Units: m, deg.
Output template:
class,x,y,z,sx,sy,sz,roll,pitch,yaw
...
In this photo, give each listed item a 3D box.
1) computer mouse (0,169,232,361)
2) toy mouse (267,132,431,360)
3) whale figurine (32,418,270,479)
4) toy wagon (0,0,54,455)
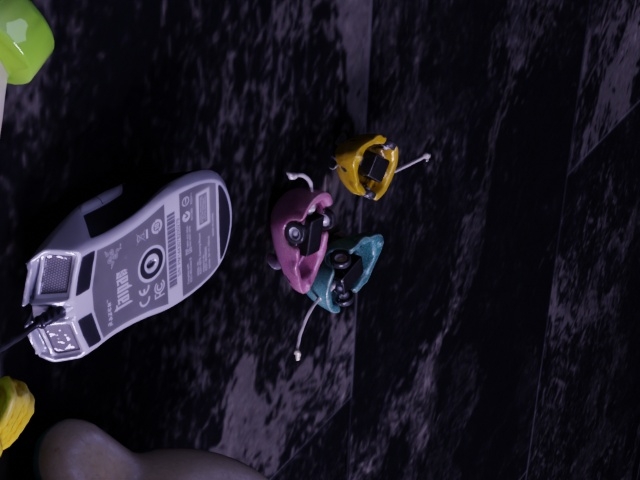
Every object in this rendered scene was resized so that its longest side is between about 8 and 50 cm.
class,x,y,z,sx,sy,sz,roll,pitch,yaw
computer mouse,-0.116,0.020,0.829,0.193,0.042,0.106,-32,133,-43
toy mouse,0.000,0.000,1.050,0.161,0.031,0.143,12,99,-64
whale figurine,-0.128,0.197,0.867,0.272,0.141,0.216,-5,88,-40
toy wagon,-0.199,0.001,0.617,0.267,0.068,0.344,-57,154,-21
